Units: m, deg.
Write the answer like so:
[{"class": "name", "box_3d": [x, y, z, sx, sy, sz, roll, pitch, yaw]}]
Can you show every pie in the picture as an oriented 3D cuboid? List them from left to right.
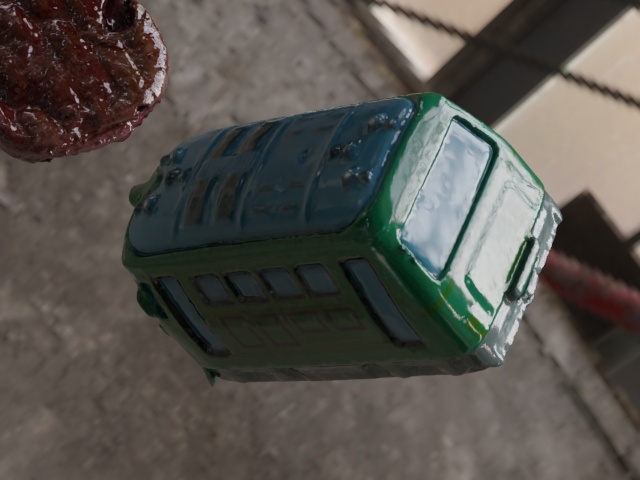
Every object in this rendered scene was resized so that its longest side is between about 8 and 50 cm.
[{"class": "pie", "box_3d": [-0.176, -0.117, 1.314, 0.154, 0.038, 0.153, 5, 60, -8]}]

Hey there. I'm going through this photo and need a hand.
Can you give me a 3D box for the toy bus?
[{"class": "toy bus", "box_3d": [0.000, 0.000, 1.592, 0.199, 0.344, 0.183, 47, 53, -33]}]
